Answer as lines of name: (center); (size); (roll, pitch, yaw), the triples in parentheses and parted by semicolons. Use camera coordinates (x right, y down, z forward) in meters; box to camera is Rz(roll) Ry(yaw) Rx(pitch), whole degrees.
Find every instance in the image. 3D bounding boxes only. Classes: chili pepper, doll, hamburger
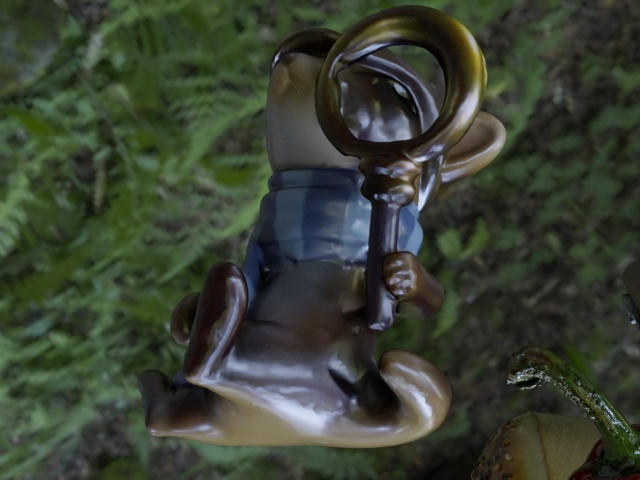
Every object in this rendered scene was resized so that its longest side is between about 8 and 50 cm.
chili pepper: (0.240, 0.218, 1.038); (0.110, 0.110, 0.387); (-36, 105, -5)
doll: (-0.003, -0.002, 1.307); (0.209, 0.318, 0.339); (41, 57, -37)
hamburger: (0.229, 0.313, 1.668); (0.176, 0.300, 0.300); (-7, 144, 0)

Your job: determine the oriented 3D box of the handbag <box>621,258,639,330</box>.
handbag: (0.409, 0.061, 1.871); (0.151, 0.193, 0.072); (-26, 110, 9)
